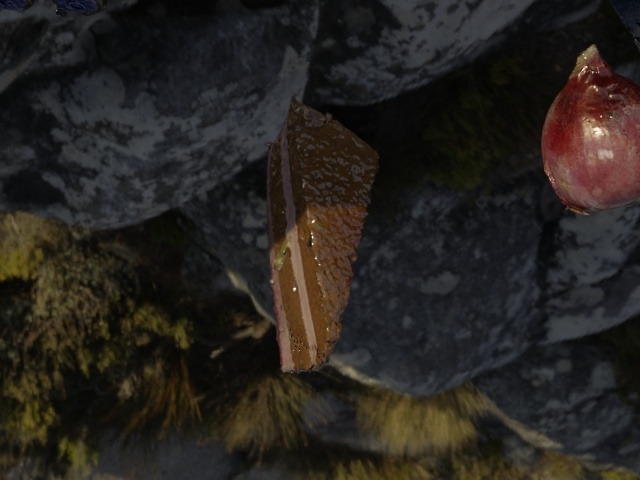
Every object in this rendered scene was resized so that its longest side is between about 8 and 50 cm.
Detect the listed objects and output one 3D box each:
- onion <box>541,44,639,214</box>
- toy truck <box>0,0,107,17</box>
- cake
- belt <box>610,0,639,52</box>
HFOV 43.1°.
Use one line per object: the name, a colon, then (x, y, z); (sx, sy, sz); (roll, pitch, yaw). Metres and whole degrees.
onion: (0.331, -0.132, 0.944); (0.159, 0.159, 0.195); (-22, 104, -5)
toy truck: (-0.352, -0.380, 0.981); (0.213, 0.161, 0.177); (3, 172, 0)
cake: (0.000, 0.000, 0.877); (0.112, 0.296, 0.116); (12, 154, -22)
belt: (0.210, -0.175, 0.496); (0.058, 0.105, 0.140); (-13, 160, 34)
